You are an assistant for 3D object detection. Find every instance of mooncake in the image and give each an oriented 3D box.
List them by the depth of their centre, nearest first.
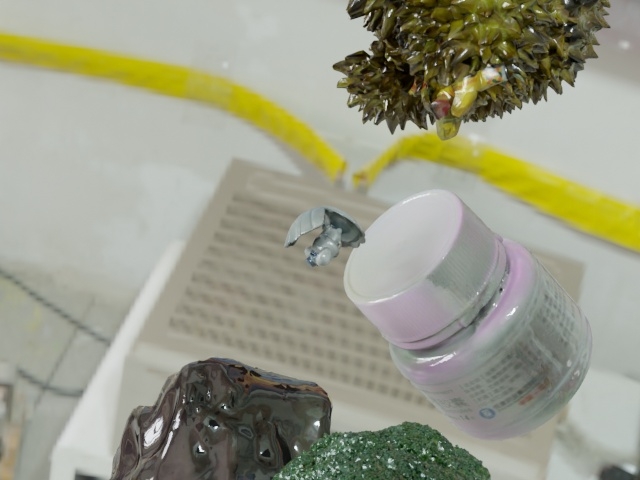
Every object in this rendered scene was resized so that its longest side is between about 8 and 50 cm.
[{"bbox_3d":[-0.140,0.341,1.867,0.212,0.350,0.381,20,30,-25],"label":"mooncake"}]

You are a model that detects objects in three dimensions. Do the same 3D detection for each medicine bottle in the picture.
[{"bbox_3d":[0.198,0.099,2.116,0.302,0.241,0.241,46,28,-27],"label":"medicine bottle"}]

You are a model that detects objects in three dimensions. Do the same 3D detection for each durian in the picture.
[{"bbox_3d":[0.111,-0.206,1.243,0.258,0.258,0.293,20,18,9],"label":"durian"}]

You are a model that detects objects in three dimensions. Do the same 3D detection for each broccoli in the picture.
[{"bbox_3d":[0.053,0.316,1.582,0.294,0.245,0.265,-27,36,-21],"label":"broccoli"}]

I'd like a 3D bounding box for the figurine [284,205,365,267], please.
[{"bbox_3d":[0.000,0.000,1.973,0.082,0.094,0.086,48,58,-4],"label":"figurine"}]
